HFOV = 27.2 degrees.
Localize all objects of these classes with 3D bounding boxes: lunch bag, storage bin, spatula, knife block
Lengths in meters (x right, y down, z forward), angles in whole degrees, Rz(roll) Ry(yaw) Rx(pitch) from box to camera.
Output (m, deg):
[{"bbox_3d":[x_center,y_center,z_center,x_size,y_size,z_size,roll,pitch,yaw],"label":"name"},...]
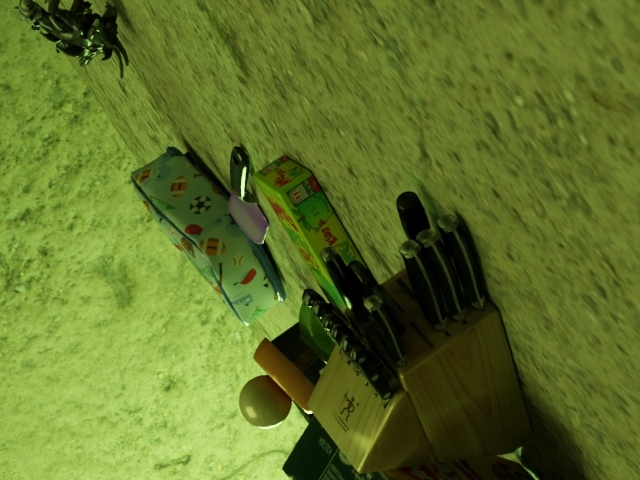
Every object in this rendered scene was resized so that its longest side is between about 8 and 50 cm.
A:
[{"bbox_3d":[-0.184,-0.008,2.188,0.303,0.115,0.243,47,171,39],"label":"lunch bag"},{"bbox_3d":[0.020,0.187,1.768,0.180,0.122,0.084,54,172,7],"label":"storage bin"},{"bbox_3d":[-0.104,-0.065,1.798,0.084,0.030,0.296,52,171,13],"label":"spatula"},{"bbox_3d":[0.103,0.070,1.080,0.276,0.242,0.088,2,-144,-40],"label":"knife block"}]

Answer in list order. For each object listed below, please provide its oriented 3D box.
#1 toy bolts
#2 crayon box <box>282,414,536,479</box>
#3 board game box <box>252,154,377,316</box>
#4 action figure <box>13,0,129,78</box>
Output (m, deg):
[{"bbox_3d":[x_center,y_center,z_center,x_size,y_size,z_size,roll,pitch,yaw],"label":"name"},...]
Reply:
[{"bbox_3d":[0.018,0.192,1.543,0.228,0.158,0.218,43,177,1],"label":"toy bolts"},{"bbox_3d":[0.145,0.263,1.202,0.319,0.081,0.202,23,-168,-36],"label":"crayon box"},{"bbox_3d":[0.000,0.000,1.435,0.181,0.043,0.092,59,171,-23],"label":"board game box"},{"bbox_3d":[-0.377,-0.350,1.891,0.276,0.140,0.164,30,165,-8],"label":"action figure"}]
